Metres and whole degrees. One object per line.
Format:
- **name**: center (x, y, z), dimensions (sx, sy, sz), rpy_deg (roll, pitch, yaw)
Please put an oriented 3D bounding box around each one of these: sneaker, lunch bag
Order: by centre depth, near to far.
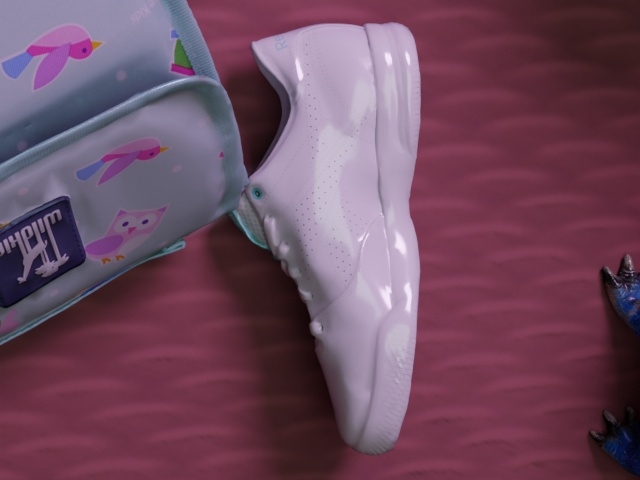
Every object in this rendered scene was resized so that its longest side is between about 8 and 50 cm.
- **lunch bag**: center (-0.168, -0.067, 0.848), dimensions (0.223, 0.160, 0.262), rpy_deg (-31, 119, -16)
- **sneaker**: center (0.000, 0.000, 0.964), dimensions (0.094, 0.080, 0.212), rpy_deg (-1, 93, -6)

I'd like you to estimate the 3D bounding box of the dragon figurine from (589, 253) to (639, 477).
- **dragon figurine**: center (0.208, 0.086, 1.000), dimensions (0.085, 0.144, 0.289), rpy_deg (0, 99, -18)
